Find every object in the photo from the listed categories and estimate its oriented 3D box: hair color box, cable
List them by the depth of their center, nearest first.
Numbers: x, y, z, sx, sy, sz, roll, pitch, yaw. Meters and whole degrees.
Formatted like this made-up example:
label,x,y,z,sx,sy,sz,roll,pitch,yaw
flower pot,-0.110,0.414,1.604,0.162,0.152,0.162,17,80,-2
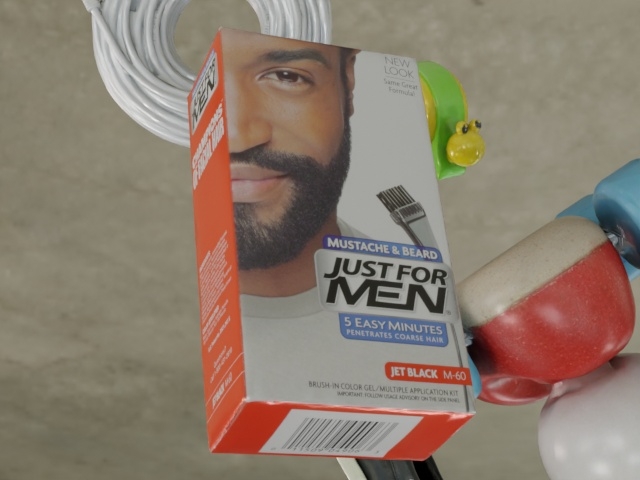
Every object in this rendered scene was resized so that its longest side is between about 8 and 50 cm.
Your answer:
label,x,y,z,sx,sy,sz,roll,pitch,yaw
hair color box,0.000,0.000,0.514,0.093,0.167,0.053,5,147,-21
cable,-0.115,-0.224,1.372,0.257,0.257,0.089,-15,180,-1

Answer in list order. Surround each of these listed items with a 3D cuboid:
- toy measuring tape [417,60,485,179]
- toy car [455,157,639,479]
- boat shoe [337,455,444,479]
label,x,y,z,sx,sy,sz,roll,pitch,yaw
toy measuring tape,0.068,-0.169,1.480,0.330,0.121,0.121,31,177,42
toy car,0.182,0.109,0.871,0.219,0.238,0.210,-32,174,-9
boat shoe,0.132,0.299,1.378,0.113,0.340,0.127,-38,148,7
